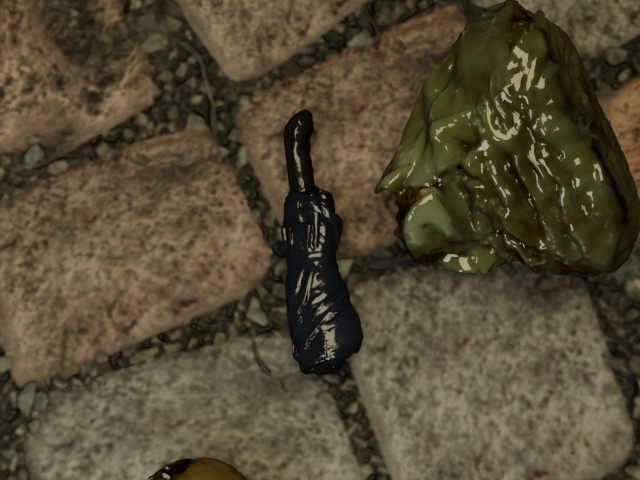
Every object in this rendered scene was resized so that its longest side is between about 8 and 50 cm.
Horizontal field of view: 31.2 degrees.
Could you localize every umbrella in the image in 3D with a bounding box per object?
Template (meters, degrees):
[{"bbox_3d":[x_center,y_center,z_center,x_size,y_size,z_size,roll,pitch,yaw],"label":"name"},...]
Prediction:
[{"bbox_3d":[-0.007,0.002,1.064,0.071,0.071,0.248,-9,74,-1],"label":"umbrella"}]

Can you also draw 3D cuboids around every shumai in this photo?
[{"bbox_3d":[0.161,-0.069,1.035,0.218,0.189,0.256,-27,94,13],"label":"shumai"}]

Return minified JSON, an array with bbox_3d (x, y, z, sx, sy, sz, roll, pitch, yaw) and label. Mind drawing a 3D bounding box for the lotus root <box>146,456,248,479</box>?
[{"bbox_3d":[-0.077,0.287,0.970,0.125,0.118,0.221,-37,81,26],"label":"lotus root"}]
